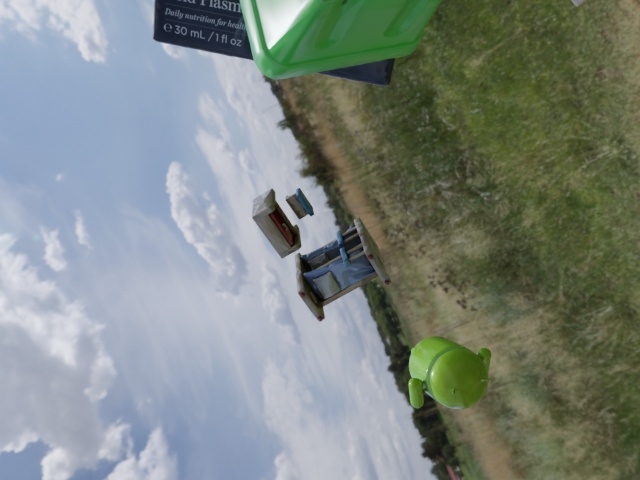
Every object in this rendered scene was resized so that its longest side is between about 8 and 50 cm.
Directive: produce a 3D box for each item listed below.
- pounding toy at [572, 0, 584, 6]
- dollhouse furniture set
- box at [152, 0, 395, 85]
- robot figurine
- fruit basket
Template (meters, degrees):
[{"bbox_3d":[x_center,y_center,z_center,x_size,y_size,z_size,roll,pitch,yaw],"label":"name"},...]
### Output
[{"bbox_3d":[0.406,-0.491,0.749,0.206,0.181,0.094,56,-175,0],"label":"pounding toy"},{"bbox_3d":[0.000,0.000,0.794,0.184,0.129,0.129,55,-170,-24],"label":"dollhouse furniture set"},{"bbox_3d":[-0.042,-0.598,1.017,0.297,0.479,0.472,-73,-7,-65],"label":"box"},{"bbox_3d":[0.142,0.147,0.585,0.115,0.101,0.067,-171,63,-77],"label":"robot figurine"},{"bbox_3d":[0.002,-0.414,0.698,0.392,0.282,0.392,164,90,-74],"label":"fruit basket"}]
